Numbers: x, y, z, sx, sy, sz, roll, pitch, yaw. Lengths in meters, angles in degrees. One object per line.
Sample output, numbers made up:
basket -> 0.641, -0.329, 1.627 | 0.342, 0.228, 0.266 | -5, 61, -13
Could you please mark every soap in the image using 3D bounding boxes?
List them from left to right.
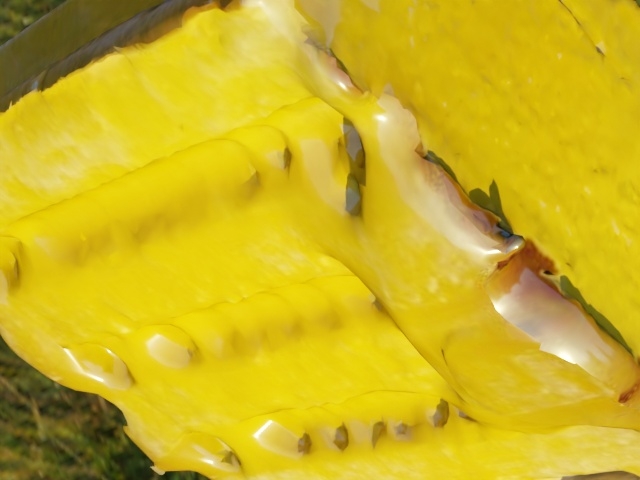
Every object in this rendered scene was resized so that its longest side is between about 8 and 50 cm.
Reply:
soap -> 0.000, 0.000, 0.640 | 0.259, 0.281, 0.143 | 45, 52, -23
